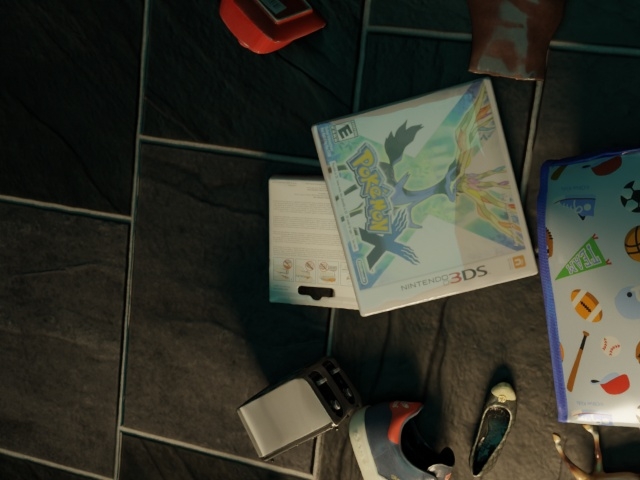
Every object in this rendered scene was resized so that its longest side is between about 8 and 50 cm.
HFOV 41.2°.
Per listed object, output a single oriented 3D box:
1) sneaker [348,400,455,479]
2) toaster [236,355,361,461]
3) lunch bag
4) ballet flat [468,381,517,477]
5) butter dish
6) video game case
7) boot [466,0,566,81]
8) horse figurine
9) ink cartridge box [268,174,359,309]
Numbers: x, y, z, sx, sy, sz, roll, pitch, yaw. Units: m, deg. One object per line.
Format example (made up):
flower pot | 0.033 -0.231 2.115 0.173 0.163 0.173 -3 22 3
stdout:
sneaker | 0.174 0.438 1.450 0.148 0.131 0.350 -21 92 22
toaster | -0.041 0.293 1.482 0.185 0.168 0.110 -31 85 19
lunch bag | 0.495 0.051 1.202 0.327 0.239 0.386 -6 99 34
ballet flat | 0.292 0.321 1.434 0.057 0.049 0.173 16 103 15
butter dish | -0.101 -0.371 1.424 0.160 0.160 0.118 49 133 6
video game case | 0.169 -0.068 1.389 0.299 0.036 0.329 -15 93 7
boot | 0.252 -0.366 1.319 0.248 0.090 0.207 15 101 12
horse figurine | 0.495 0.375 1.368 0.263 0.066 0.175 -16 87 22
ink cartridge box | 0.000 0.000 1.485 0.180 0.056 0.225 4 103 18
